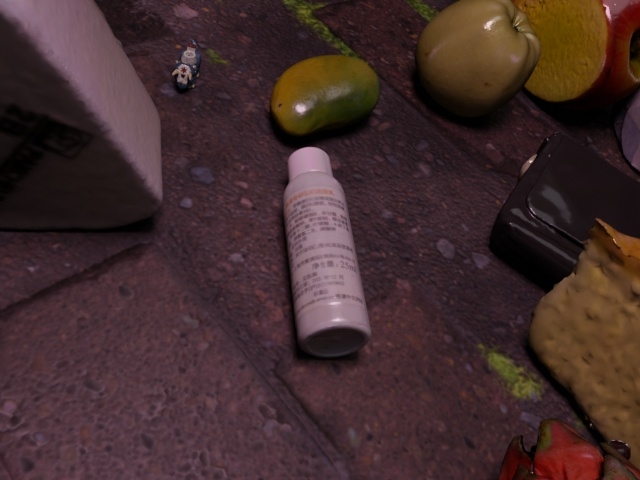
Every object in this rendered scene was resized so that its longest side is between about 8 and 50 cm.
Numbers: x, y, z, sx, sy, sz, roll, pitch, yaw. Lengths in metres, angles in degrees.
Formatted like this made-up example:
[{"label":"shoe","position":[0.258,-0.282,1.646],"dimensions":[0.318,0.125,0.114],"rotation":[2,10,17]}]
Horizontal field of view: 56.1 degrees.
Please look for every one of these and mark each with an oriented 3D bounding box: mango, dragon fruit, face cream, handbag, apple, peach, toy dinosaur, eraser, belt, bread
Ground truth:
[{"label":"mango","position":[0.004,-0.217,0.876],"dimensions":[0.191,0.085,0.122],"rotation":[-20,66,-34]},{"label":"dragon fruit","position":[0.230,0.263,0.527],"dimensions":[0.182,0.182,0.188],"rotation":[43,12,14]},{"label":"face cream","position":[0.000,0.000,0.705],"dimensions":[0.081,0.082,0.269],"rotation":[6,52,-17]},{"label":"handbag","position":[0.378,-0.014,0.843],"dimensions":[0.246,0.080,0.223],"rotation":[35,60,8]},{"label":"apple","position":[0.251,-0.296,0.975],"dimensions":[0.200,0.200,0.200],"rotation":[11,50,-13]},{"label":"peach","position":[0.461,-0.366,1.084],"dimensions":[0.245,0.249,0.274],"rotation":[6,26,-49]},{"label":"toy dinosaur","position":[-0.188,-0.249,0.853],"dimensions":[0.030,0.047,0.083],"rotation":[14,51,-8]},{"label":"eraser","position":[-0.307,-0.150,0.557],"dimensions":[0.331,0.331,0.150],"rotation":[2,53,-19]},{"label":"belt","position":[0.675,-0.236,1.127],"dimensions":[0.212,0.117,0.347],"rotation":[31,48,2]},{"label":"bread","position":[0.380,0.182,0.602],"dimensions":[0.315,0.248,0.279],"rotation":[20,47,0]}]

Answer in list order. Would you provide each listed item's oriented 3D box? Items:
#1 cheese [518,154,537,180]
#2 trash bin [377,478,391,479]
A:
[{"label":"cheese","position":[0.392,-0.058,0.926],"dimensions":[0.194,0.043,0.065],"rotation":[44,51,15]},{"label":"trash bin","position":[0.063,0.307,0.400],"dimensions":[0.234,0.163,0.184],"rotation":[32,41,25]}]
